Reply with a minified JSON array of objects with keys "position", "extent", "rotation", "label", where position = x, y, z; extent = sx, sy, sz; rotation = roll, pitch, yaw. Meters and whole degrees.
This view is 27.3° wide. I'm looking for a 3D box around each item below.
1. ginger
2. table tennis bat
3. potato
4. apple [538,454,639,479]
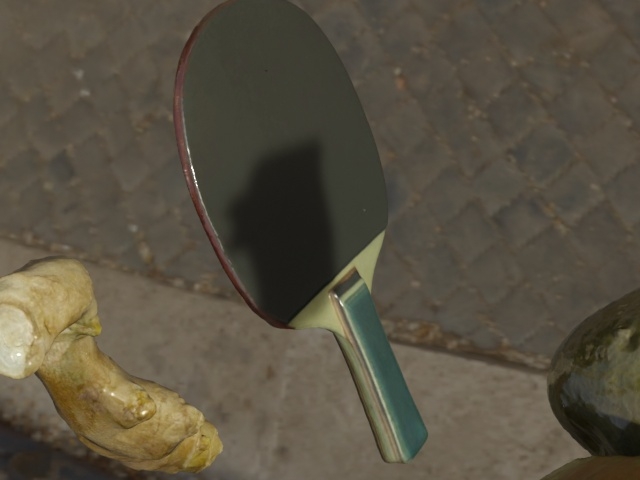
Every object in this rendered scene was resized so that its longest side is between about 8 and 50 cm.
[{"position":[-0.117,0.083,0.737],"extent":[0.089,0.288,0.075],"rotation":[15,68,17],"label":"ginger"},{"position":[0.000,0.000,0.712],"extent":[0.021,0.154,0.274],"rotation":[-9,112,38],"label":"table tennis bat"},{"position":[0.270,0.109,0.880],"extent":[0.235,0.178,0.160],"rotation":[16,99,17],"label":"potato"},{"position":[0.221,0.286,0.744],"extent":[0.384,0.374,0.374],"rotation":[-29,64,4],"label":"apple"}]
